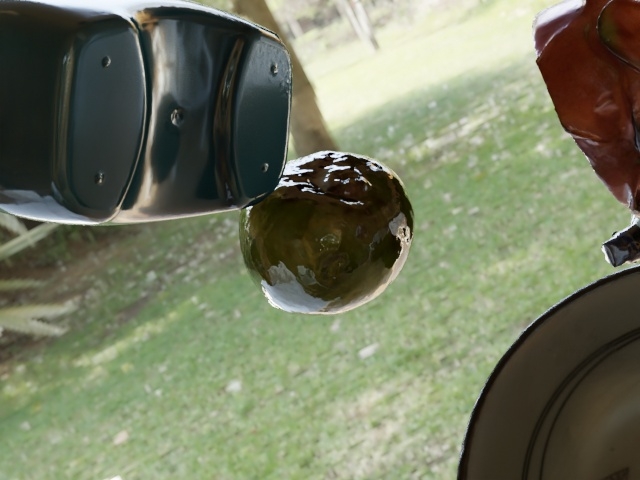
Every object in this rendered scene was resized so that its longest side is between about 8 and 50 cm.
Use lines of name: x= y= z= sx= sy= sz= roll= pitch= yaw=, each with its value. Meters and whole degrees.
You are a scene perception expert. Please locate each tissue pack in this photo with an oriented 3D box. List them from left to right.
tissue pack: x=-0.181 y=-0.118 z=0.990 sx=0.206 sy=0.198 sz=0.287 roll=16 pitch=17 yaw=36

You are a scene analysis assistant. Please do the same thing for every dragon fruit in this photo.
dragon fruit: x=0.383 y=-0.196 z=1.360 sx=0.189 sy=0.291 sz=0.290 roll=-32 pitch=9 yaw=23

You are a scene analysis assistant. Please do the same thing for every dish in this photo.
dish: x=0.249 y=0.169 z=0.724 sx=0.316 sy=0.316 sz=0.106 roll=-26 pitch=-27 yaw=7

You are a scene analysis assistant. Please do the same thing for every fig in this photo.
fig: x=0.000 y=0.000 z=1.166 sx=0.181 sy=0.181 sz=0.191 roll=-35 pitch=-19 yaw=-35

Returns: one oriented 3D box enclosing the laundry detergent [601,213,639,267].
laundry detergent: x=0.531 y=-0.048 z=1.628 sx=0.280 sy=0.215 sz=0.105 roll=-22 pitch=55 yaw=-8
